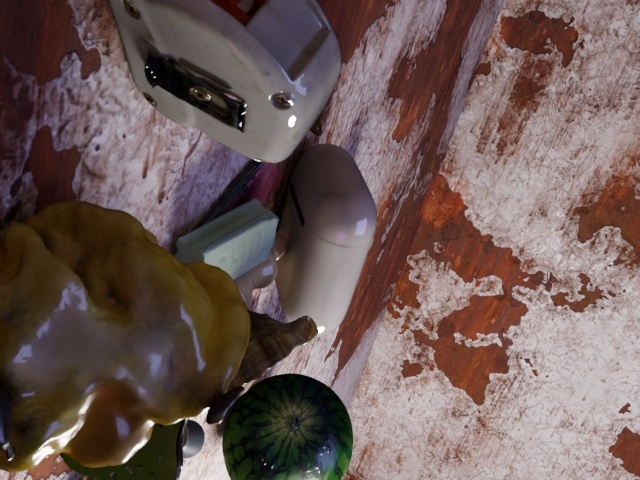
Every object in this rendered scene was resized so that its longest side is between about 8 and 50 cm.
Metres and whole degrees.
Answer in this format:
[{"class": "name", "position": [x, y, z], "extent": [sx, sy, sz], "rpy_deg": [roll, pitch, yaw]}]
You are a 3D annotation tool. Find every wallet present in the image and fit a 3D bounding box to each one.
[{"class": "wallet", "position": [-0.140, -0.068, 1.312], "extent": [0.232, 0.025, 0.119], "rpy_deg": [-54, 162, -31]}]

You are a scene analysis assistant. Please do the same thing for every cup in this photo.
[{"class": "cup", "position": [-0.283, 0.385, 1.486], "extent": [0.077, 0.078, 0.100], "rpy_deg": [59, 24, -67]}]

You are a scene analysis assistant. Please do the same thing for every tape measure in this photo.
[{"class": "tape measure", "position": [-0.111, -0.209, 0.793], "extent": [0.130, 0.265, 0.258], "rpy_deg": [-55, 170, -23]}]

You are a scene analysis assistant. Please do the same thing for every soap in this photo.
[{"class": "soap", "position": [-0.157, 0.016, 1.231], "extent": [0.198, 0.063, 0.115], "rpy_deg": [-35, 149, -48]}]

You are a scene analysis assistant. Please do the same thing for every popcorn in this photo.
[{"class": "popcorn", "position": [-0.260, 0.113, 0.817], "extent": [0.316, 0.281, 0.297], "rpy_deg": [34, 86, -35]}]

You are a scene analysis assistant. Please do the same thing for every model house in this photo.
[{"class": "model house", "position": [-0.248, 0.217, 1.073], "extent": [0.154, 0.207, 0.294], "rpy_deg": [-43, 155, -60]}]

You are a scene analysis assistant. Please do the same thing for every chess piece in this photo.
[{"class": "chess piece", "position": [-0.171, 0.090, 1.314], "extent": [0.397, 0.117, 0.117], "rpy_deg": [-49, 158, -52]}]

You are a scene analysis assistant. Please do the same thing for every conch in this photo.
[{"class": "conch", "position": [-0.159, 0.199, 1.387], "extent": [0.291, 0.159, 0.210], "rpy_deg": [-37, 171, 17]}]

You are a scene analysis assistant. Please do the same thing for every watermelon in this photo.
[{"class": "watermelon", "position": [-0.081, 0.504, 1.841], "extent": [0.363, 0.363, 0.363], "rpy_deg": [-56, 163, -28]}]

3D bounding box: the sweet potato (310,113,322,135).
[{"class": "sweet potato", "position": [-0.021, -0.287, 1.295], "extent": [0.067, 0.067, 0.274], "rpy_deg": [-56, 157, -29]}]

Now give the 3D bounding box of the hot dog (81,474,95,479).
[{"class": "hot dog", "position": [-0.307, 0.319, 1.222], "extent": [0.213, 0.103, 0.146], "rpy_deg": [-53, 160, -34]}]

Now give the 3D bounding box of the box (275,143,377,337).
[{"class": "box", "position": [-0.001, 0.000, 1.492], "extent": [0.289, 0.141, 0.349], "rpy_deg": [-108, -151, -53]}]

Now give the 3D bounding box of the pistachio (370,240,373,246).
[{"class": "pistachio", "position": [0.036, 0.023, 1.799], "extent": [0.229, 0.157, 0.157], "rpy_deg": [-51, 162, -14]}]
